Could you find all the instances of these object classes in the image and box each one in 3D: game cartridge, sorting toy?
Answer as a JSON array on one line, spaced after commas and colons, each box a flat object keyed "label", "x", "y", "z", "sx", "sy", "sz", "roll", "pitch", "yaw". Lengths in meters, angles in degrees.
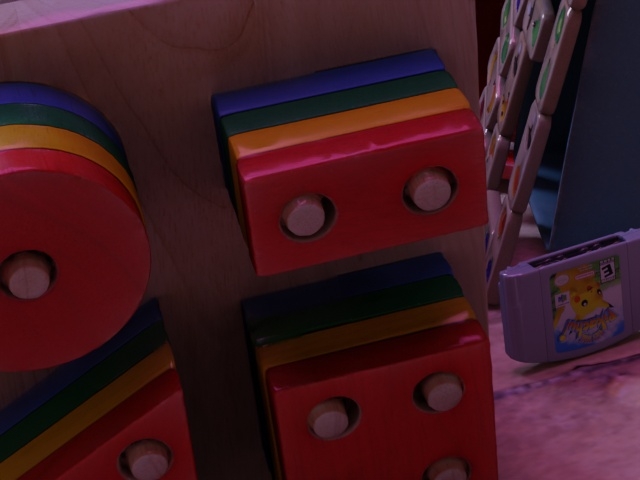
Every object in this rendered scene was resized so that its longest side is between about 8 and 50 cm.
[{"label": "game cartridge", "x": 0.129, "y": 0.030, "z": 0.861, "sx": 0.083, "sy": 0.056, "sz": 0.017, "roll": -17, "pitch": 29, "yaw": -17}, {"label": "sorting toy", "x": -0.050, "y": 0.030, "z": 0.685, "sx": 0.255, "sy": 0.257, "sz": 0.089, "roll": -13, "pitch": 38, "yaw": -8}]

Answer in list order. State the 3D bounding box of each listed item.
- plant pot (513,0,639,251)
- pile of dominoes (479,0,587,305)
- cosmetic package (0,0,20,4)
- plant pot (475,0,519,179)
[{"label": "plant pot", "x": 0.242, "y": -0.084, "z": 0.952, "sx": 0.234, "sy": 0.165, "sz": 0.166, "roll": 7, "pitch": 20, "yaw": -2}, {"label": "pile of dominoes", "x": 0.103, "y": -0.119, "z": 0.961, "sx": 0.040, "sy": 0.251, "sz": 0.196, "roll": 11, "pitch": 28, "yaw": -5}, {"label": "cosmetic package", "x": -0.261, "y": -0.073, "z": 0.918, "sx": 0.327, "sy": 0.329, "sz": 0.393, "roll": -13, "pitch": 22, "yaw": -10}, {"label": "plant pot", "x": 0.154, "y": -0.147, "z": 1.145, "sx": 0.191, "sy": 0.191, "sz": 0.174, "roll": -1, "pitch": 13, "yaw": 22}]
